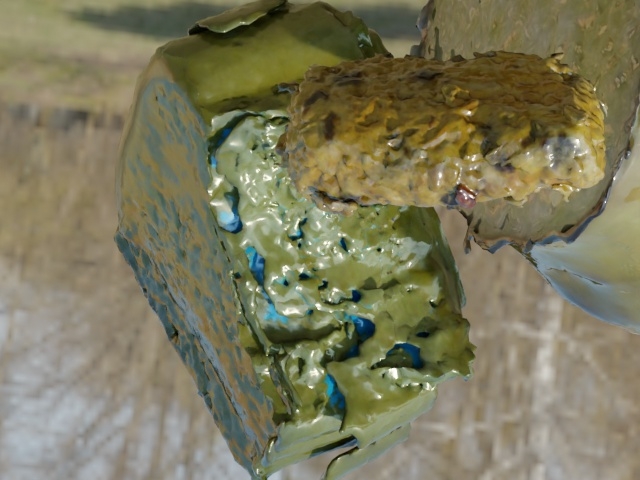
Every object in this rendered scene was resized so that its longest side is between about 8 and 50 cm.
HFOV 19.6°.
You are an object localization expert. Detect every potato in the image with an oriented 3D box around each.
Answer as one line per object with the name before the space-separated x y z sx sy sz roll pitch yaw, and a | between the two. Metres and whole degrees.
potato | 0.208 -0.092 1.026 0.237 0.289 0.301 9 -163 -21

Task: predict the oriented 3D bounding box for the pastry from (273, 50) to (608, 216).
pastry | 0.048 -0.045 0.767 0.140 0.056 0.080 -8 -146 14

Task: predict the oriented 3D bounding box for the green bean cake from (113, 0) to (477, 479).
green bean cake | 0.000 0.000 1.329 0.202 0.310 0.285 -21 168 -22
